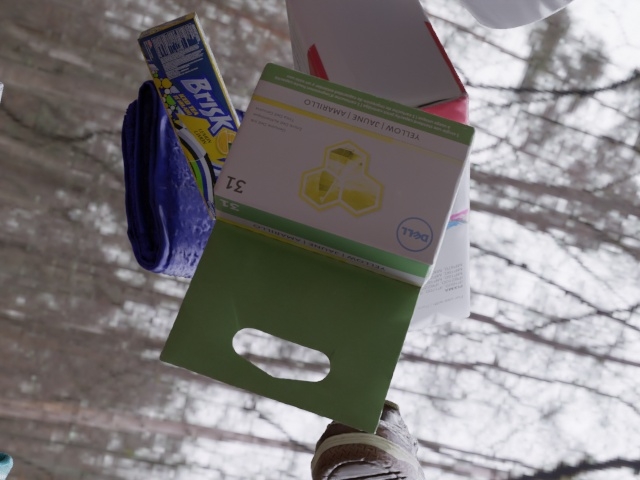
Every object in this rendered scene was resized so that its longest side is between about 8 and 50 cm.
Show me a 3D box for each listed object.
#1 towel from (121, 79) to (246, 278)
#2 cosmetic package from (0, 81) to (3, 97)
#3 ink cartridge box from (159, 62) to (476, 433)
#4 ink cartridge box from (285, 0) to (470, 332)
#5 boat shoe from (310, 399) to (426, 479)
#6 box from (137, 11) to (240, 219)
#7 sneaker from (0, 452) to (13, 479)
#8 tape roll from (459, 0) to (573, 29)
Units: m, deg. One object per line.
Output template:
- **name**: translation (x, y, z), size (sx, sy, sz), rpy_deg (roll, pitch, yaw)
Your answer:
- **towel**: translation (-0.121, -0.055, 1.368), size (0.076, 0.308, 0.228), rpy_deg (-9, -103, 35)
- **cosmetic package**: translation (-0.410, -0.081, 1.006), size (0.184, 0.151, 0.151), rpy_deg (-68, 180, -64)
- **ink cartridge box**: translation (0.000, 0.000, 0.802), size (0.056, 0.171, 0.235), rpy_deg (99, 10, -65)
- **ink cartridge box**: translation (0.061, -0.081, 1.115), size (0.226, 0.131, 0.306), rpy_deg (-110, -170, -45)
- **boat shoe**: translation (0.045, 0.192, 1.008), size (0.257, 0.095, 0.095), rpy_deg (68, 17, -63)
- **box**: translation (-0.101, -0.108, 0.950), size (0.059, 0.054, 0.169), rpy_deg (-110, 179, -72)
- **sneaker**: translation (-0.461, 0.219, 1.291), size (0.107, 0.275, 0.110), rpy_deg (12, -128, 35)
- **tape roll**: translation (0.217, -0.382, 1.218), size (0.246, 0.169, 0.246), rpy_deg (-33, -145, 27)
